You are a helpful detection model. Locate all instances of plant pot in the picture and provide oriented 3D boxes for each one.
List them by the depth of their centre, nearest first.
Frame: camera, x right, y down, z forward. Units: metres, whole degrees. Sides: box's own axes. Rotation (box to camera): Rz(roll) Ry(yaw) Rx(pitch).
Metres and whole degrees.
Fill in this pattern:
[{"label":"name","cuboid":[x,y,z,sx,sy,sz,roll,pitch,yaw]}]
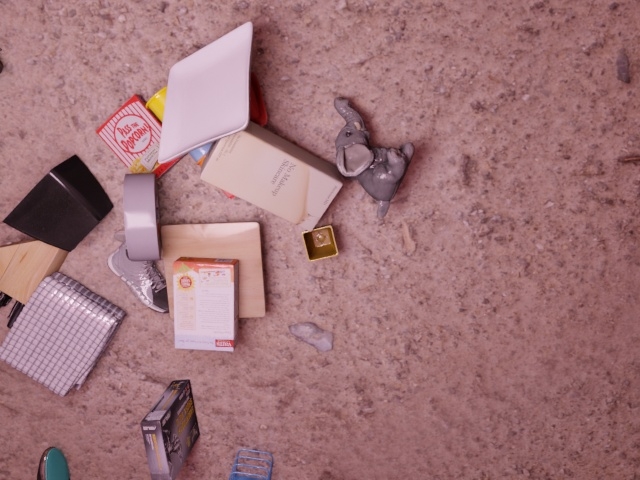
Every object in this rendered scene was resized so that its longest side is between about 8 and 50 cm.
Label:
[{"label":"plant pot","cuboid":[-0.654,-0.084,1.351,0.187,0.188,0.167,-43,109,9]},{"label":"plant pot","cuboid":[0.000,0.000,1.384,0.081,0.083,0.081,-13,102,5]}]

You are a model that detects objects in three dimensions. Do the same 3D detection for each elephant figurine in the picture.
[{"label":"elephant figurine","cuboid":[0.102,-0.213,1.318,0.239,0.186,0.169,25,145,8]}]

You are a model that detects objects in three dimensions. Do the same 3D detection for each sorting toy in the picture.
[{"label":"sorting toy","cuboid":[-0.277,0.073,1.407,0.257,0.089,0.255,-2,102,3]}]

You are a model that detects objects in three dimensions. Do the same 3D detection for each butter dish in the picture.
[{"label":"butter dish","cuboid":[-0.227,-0.352,1.285,0.159,0.118,0.160,-16,75,3]}]

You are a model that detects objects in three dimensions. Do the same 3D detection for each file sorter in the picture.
[{"label":"file sorter","cuboid":[-0.202,0.690,1.494,0.118,0.170,0.104,9,98,1]}]

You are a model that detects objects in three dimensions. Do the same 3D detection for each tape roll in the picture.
[{"label":"tape roll","cuboid":[-0.439,-0.057,1.299,0.072,0.219,0.219,-3,102,-13]}]

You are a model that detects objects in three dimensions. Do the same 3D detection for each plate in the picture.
[{"label":"plate","cuboid":[-0.251,-0.326,1.190,0.277,0.045,0.278,-15,65,33]}]

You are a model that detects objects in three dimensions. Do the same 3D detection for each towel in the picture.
[{"label":"towel","cuboid":[-0.709,0.259,1.452,0.235,0.121,0.284,33,99,-6]}]

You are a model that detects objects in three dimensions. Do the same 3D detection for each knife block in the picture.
[{"label":"knife block","cuboid":[-0.790,0.118,1.439,0.275,0.088,0.242,-11,102,4]}]

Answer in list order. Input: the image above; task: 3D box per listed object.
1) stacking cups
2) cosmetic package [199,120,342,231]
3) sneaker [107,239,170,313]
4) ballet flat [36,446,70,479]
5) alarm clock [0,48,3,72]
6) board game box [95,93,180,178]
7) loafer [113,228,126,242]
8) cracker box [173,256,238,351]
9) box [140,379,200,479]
[{"label":"stacking cups","cuboid":[-0.303,-0.250,1.343,0.096,0.096,0.316,-40,99,9]},{"label":"cosmetic package","cuboid":[-0.120,-0.166,1.284,0.309,0.113,0.160,25,114,-20]},{"label":"sneaker","cuboid":[-0.458,0.087,1.408,0.228,0.086,0.132,42,113,-6]},{"label":"ballet flat","cuboid":[-0.796,0.753,1.571,0.096,0.095,0.280,-13,101,17]},{"label":"alarm clock","cuboid":[-0.866,-0.417,1.292,0.129,0.192,0.064,-13,144,3]},{"label":"board game box","cuboid":[-0.463,-0.258,1.367,0.147,0.045,0.193,-39,98,11]},{"label":"loafer","cuboid":[-0.497,-0.016,1.428,0.125,0.039,0.045,3,139,4]},{"label":"cracker box","cuboid":[-0.293,0.163,1.346,0.155,0.067,0.232,3,101,3]},{"label":"box","cuboid":[-0.405,0.516,1.432,0.056,0.231,0.183,-6,101,7]}]
